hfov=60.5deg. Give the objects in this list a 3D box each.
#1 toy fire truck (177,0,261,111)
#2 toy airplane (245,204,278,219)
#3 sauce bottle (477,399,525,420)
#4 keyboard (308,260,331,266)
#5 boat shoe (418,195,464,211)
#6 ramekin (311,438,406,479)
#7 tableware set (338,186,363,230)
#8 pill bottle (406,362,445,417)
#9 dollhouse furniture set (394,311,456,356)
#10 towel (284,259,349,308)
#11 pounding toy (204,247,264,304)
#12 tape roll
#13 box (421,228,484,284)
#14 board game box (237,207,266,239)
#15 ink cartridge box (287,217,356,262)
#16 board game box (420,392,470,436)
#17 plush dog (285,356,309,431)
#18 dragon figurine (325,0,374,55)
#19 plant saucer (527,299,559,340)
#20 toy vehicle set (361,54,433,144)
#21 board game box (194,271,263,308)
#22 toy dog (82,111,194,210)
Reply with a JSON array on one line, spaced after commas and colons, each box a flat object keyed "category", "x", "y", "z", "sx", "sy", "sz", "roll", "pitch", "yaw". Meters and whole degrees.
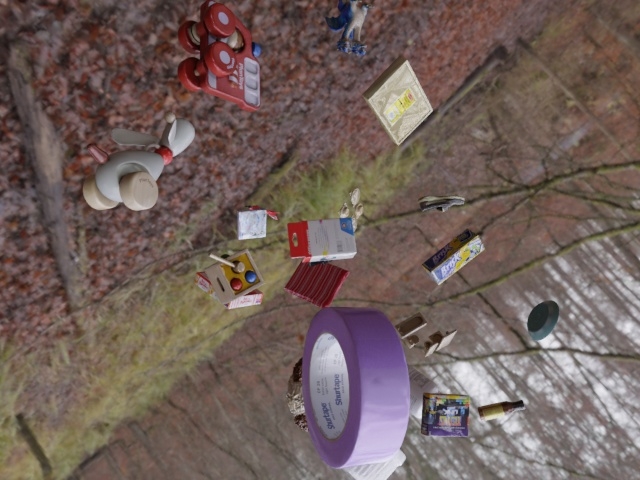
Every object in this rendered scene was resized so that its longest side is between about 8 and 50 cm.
[{"category": "toy fire truck", "x": -0.291, "y": -0.572, "z": 1.706, "sx": 0.170, "sy": 0.301, "sz": 0.254, "roll": -12, "pitch": 165, "yaw": 39}, {"category": "toy airplane", "x": -0.220, "y": -0.112, "z": 2.109, "sx": 0.151, "sy": 0.151, "sz": 0.028, "roll": 85, "pitch": 17, "yaw": -83}, {"category": "sauce bottle", "x": 0.516, "y": 0.482, "z": 1.565, "sx": 0.128, "sy": 0.042, "sz": 0.042, "roll": -16, "pitch": -179, "yaw": 14}, {"category": "keyboard", "x": 0.032, "y": 0.065, "z": 2.343, "sx": 0.180, "sy": 0.023, "sz": 0.108, "roll": -19, "pitch": 152, "yaw": -14}, {"category": "boat shoe", "x": 0.380, "y": -0.113, "z": 1.724, "sx": 0.152, "sy": 0.049, "sz": 0.056, "roll": -2, "pitch": 171, "yaw": -10}, {"category": "ramekin", "x": 0.076, "y": 0.457, "z": 1.222, "sx": 0.109, "sy": 0.207, "sz": 0.207, "roll": -48, "pitch": 176, "yaw": -17}, {"category": "tableware set", "x": 0.127, "y": -0.117, "z": 2.153, "sx": 0.141, "sy": 0.020, "sz": 0.168, "roll": -57, "pitch": 144, "yaw": -27}, {"category": "pill bottle", "x": 0.394, "y": 0.633, "z": 2.287, "sx": 0.160, "sy": 0.283, "sz": 0.160, "roll": -34, "pitch": 141, "yaw": -33}, {"category": "dollhouse furniture set", "x": 0.372, "y": 0.320, "z": 1.968, "sx": 0.144, "sy": 0.151, "sz": 0.123, "roll": -26, "pitch": 153, "yaw": -18}, {"category": "towel", "x": -0.020, "y": 0.178, "z": 2.429, "sx": 0.198, "sy": 0.275, "sz": 0.031, "roll": -58, "pitch": 138, "yaw": -14}, {"category": "pounding toy", "x": -0.238, "y": 0.084, "z": 1.475, "sx": 0.130, "sy": 0.141, "sz": 0.100, "roll": -29, "pitch": -176, "yaw": -40}, {"category": "tape roll", "x": 0.053, "y": 0.256, "z": 0.982, "sx": 0.090, "sy": 0.274, "sz": 0.275, "roll": 3, "pitch": 153, "yaw": -21}, {"category": "box", "x": 0.372, "y": 0.045, "z": 1.543, "sx": 0.169, "sy": 0.059, "sz": 0.054, "roll": -38, "pitch": -149, "yaw": -3}, {"category": "board game box", "x": -0.213, "y": -0.051, "z": 1.700, "sx": 0.090, "sy": 0.020, "sz": 0.090, "roll": -7, "pitch": 111, "yaw": -27}, {"category": "ink cartridge box", "x": 0.000, "y": 0.000, "z": 1.926, "sx": 0.231, "sy": 0.134, "sz": 0.078, "roll": -4, "pitch": 165, "yaw": -10}, {"category": "board game box", "x": 0.435, "y": 0.606, "z": 1.911, "sx": 0.171, "sy": 0.140, "sz": 0.048, "roll": 8, "pitch": 169, "yaw": -21}, {"category": "plush dog", "x": -0.023, "y": 0.428, "z": 1.610, "sx": 0.211, "sy": 0.262, "sz": 0.225, "roll": -8, "pitch": 179, "yaw": 26}, {"category": "dragon figurine", "x": 0.072, "y": -0.638, "z": 1.575, "sx": 0.085, "sy": 0.289, "sz": 0.144, "roll": 10, "pitch": 128, "yaw": -31}, {"category": "plant saucer", "x": 0.596, "y": 0.212, "z": 1.487, "sx": 0.119, "sy": 0.021, "sz": 0.119, "roll": -61, "pitch": -171, "yaw": 17}, {"category": "toy vehicle set", "x": 0.250, "y": -0.437, "z": 1.749, "sx": 0.166, "sy": 0.035, "sz": 0.267, "roll": -45, "pitch": 144, "yaw": 3}, {"category": "board game box", "x": -0.315, "y": 0.164, "z": 1.881, "sx": 0.147, "sy": 0.194, "sz": 0.045, "roll": -3, "pitch": 116, "yaw": -51}, {"category": "toy dog", "x": -0.416, "y": -0.204, "z": 1.237, "sx": 0.220, "sy": 0.160, "sz": 0.333, "roll": -14, "pitch": -143, "yaw": 10}]
